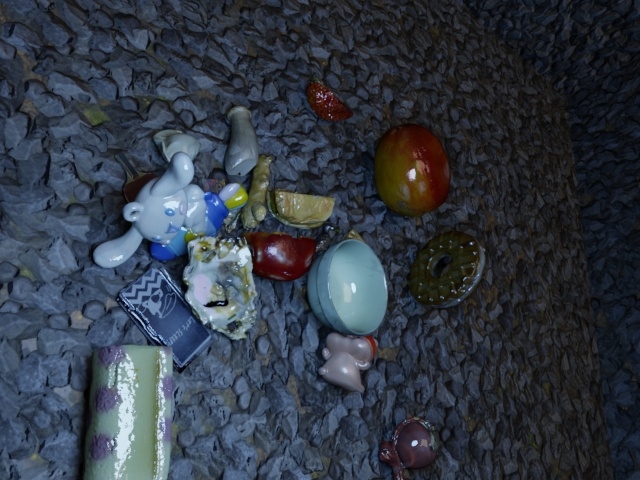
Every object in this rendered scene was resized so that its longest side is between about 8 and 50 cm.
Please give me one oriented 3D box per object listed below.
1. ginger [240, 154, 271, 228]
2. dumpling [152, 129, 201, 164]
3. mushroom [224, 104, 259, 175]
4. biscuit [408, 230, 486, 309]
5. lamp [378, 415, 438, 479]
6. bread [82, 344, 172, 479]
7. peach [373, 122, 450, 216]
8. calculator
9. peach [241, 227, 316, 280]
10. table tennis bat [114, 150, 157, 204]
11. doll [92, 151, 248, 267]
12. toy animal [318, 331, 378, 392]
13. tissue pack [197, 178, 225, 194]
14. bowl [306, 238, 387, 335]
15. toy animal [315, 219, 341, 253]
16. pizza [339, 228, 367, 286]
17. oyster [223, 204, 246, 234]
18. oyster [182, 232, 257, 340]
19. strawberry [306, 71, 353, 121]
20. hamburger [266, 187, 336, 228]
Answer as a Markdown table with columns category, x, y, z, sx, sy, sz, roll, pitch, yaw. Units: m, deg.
| category | x | y | z | sx | sy | sz | roll | pitch | yaw |
| --- | --- | --- | --- | --- | --- | --- | --- | --- | --- |
| ginger | -0.206 | -0.167 | 1.810 | 0.065 | 0.118 | 0.299 | 29 | 47 | -34 |
| dumpling | -0.437 | -0.283 | 1.665 | 0.134 | 0.100 | 0.169 | 35 | 50 | -8 |
| mushroom | -0.257 | -0.322 | 1.833 | 0.096 | 0.108 | 0.247 | 57 | 30 | -68 |
| biscuit | 0.474 | 0.111 | 2.105 | 0.103 | 0.332 | 0.332 | 34 | 53 | -31 |
| lamp | 0.298 | 0.702 | 1.842 | 0.223 | 0.151 | 0.215 | -27 | 83 | 0 |
| bread | -0.453 | 0.421 | 1.315 | 0.187 | 0.155 | 0.339 | 17 | 59 | -43 |
| peach | 0.353 | -0.280 | 2.186 | 0.372 | 0.289 | 0.373 | 16 | 66 | -42 |
| calculator | -0.415 | 0.211 | 1.523 | 0.274 | 0.028 | 0.166 | 55 | 45 | -10 |
| peach | -0.108 | 0.054 | 1.754 | 0.267 | 0.158 | 0.154 | 9 | 87 | -45 |
| table tennis bat | -0.516 | -0.156 | 1.597 | 0.130 | 0.019 | 0.220 | -41 | 101 | -42 |
| doll | -0.374 | -0.056 | 1.511 | 0.365 | 0.376 | 0.187 | 8 | 59 | -59 |
| toy animal | 0.092 | 0.374 | 1.787 | 0.171 | 0.171 | 0.198 | 38 | 56 | -22 |
| tissue pack | -0.337 | -0.160 | 1.737 | 0.083 | 0.035 | 0.063 | 0 | 73 | -38 |
| bowl | 0.070 | 0.154 | 1.785 | 0.307 | 0.163 | 0.307 | 13 | 73 | -47 |
| toy animal | 0.008 | 0.008 | 1.933 | 0.105 | 0.070 | 0.203 | 19 | 63 | -11 |
| pizza | 0.123 | 0.121 | 1.970 | 0.226 | 0.086 | 0.336 | 0 | 74 | -41 |
| oyster | -0.276 | -0.089 | 1.751 | 0.132 | 0.086 | 0.029 | -55 | 149 | -5 |
| oyster | -0.286 | 0.133 | 1.565 | 0.201 | 0.107 | 0.355 | -19 | 114 | -28 |
| strawberry | 0.020 | -0.527 | 2.152 | 0.236 | 0.106 | 0.175 | 42 | 14 | -20 |
| hamburger | -0.065 | -0.105 | 1.893 | 0.261 | 0.124 | 0.131 | 6 | 87 | -33 |
